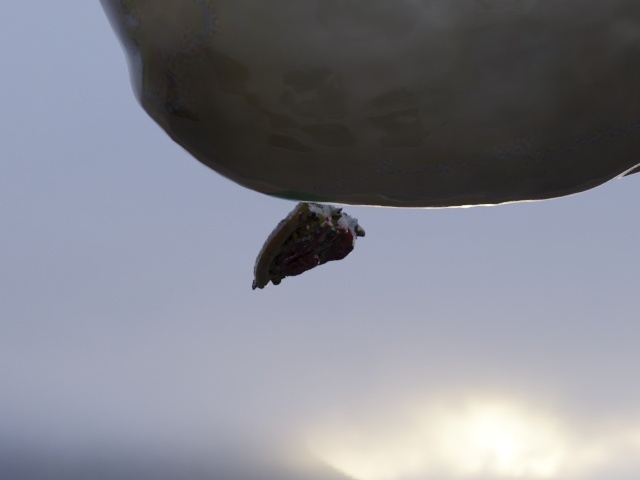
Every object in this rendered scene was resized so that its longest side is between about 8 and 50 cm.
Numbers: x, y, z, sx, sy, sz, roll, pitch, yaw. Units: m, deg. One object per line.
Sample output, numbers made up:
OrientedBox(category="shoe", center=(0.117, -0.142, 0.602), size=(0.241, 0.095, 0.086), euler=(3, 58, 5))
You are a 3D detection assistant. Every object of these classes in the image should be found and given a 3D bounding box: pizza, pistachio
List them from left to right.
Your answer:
OrientedBox(category="pizza", center=(-0.010, 0.001, 0.888), size=(0.100, 0.029, 0.099), euler=(-29, -22, -9))
OrientedBox(category="pistachio", center=(0.050, -0.111, 0.531), size=(0.299, 0.188, 0.187), euler=(-4, -14, -10))
